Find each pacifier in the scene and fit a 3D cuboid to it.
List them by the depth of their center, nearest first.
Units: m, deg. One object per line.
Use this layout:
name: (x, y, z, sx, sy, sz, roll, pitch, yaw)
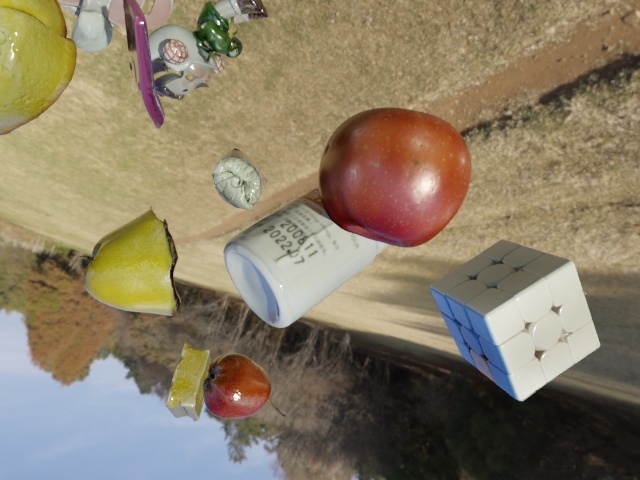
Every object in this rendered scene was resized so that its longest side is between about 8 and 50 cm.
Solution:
pacifier: (-0.507, -0.568, 1.069, 0.332, 0.220, 0.273, 13, -147, -32)

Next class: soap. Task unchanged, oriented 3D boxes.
soap: (-0.422, 0.472, 1.546, 0.091, 0.199, 0.315, 12, 150, -5)

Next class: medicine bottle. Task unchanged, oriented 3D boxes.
medicine bottle: (0.000, 0.000, 1.005, 0.211, 0.371, 0.211, 36, 145, 30)

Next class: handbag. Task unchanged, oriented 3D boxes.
handbag: (-0.167, -0.133, 1.003, 0.117, 0.095, 0.173, 43, -169, -15)

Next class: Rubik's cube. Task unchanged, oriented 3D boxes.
Rubik's cube: (0.540, 0.210, 1.341, 0.291, 0.291, 0.290, 61, 171, -17)

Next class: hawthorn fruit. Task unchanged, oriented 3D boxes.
hawthorn fruit: (-0.181, 0.363, 1.153, 0.203, 0.162, 0.163, 28, 166, -27)

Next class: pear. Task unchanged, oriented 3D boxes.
pear: (-0.411, 0.065, 1.013, 0.178, 0.266, 0.267, -15, -176, -25)

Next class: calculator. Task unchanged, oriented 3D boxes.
calculator: (-0.302, -0.299, 0.795, 0.034, 0.190, 0.126, -15, -134, -20)

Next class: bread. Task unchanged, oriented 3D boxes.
bread: (-0.525, -0.307, 0.742, 0.270, 0.269, 0.148, 15, -176, 12)

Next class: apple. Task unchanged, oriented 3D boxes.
apple: (0.123, -0.107, 0.818, 0.260, 0.216, 0.260, 16, 178, 1)

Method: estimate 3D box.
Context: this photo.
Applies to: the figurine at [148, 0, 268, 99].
figurine: (-0.303, -0.487, 1.174, 0.370, 0.167, 0.281, -29, -174, 17)
